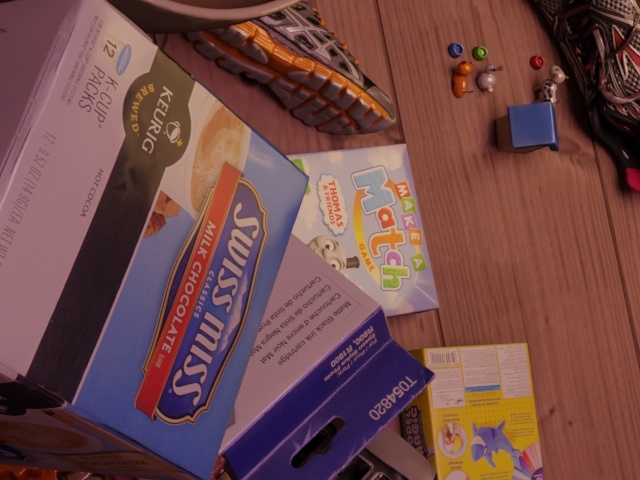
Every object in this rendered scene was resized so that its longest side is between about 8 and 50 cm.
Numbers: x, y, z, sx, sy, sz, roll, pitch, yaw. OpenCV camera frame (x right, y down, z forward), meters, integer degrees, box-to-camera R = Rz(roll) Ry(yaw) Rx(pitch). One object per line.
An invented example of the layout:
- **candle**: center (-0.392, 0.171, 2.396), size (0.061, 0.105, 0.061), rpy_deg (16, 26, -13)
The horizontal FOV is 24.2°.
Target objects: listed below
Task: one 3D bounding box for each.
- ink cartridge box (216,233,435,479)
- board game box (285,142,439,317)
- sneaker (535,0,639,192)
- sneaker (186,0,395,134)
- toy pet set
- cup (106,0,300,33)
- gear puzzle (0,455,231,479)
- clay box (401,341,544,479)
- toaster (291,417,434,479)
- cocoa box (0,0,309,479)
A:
- **ink cartridge box**: center (-0.061, 0.100, 1.181), size (0.224, 0.045, 0.223), rpy_deg (39, 67, 22)
- **board game box**: center (0.000, 0.000, 1.343), size (0.212, 0.039, 0.160), rpy_deg (-8, 84, -35)
- **sneaker**: center (0.303, -0.185, 1.531), size (0.112, 0.121, 0.299), rpy_deg (-46, 106, -29)
- **sneaker**: center (-0.015, -0.170, 1.345), size (0.215, 0.084, 0.083), rpy_deg (33, 59, -22)
- **toy pet set**: center (0.200, -0.146, 1.487), size (0.122, 0.065, 0.114), rpy_deg (2, 79, -32)
- **cup**: center (-0.156, -0.302, 1.187), size (0.331, 0.237, 0.331), rpy_deg (7, 77, -32)
- **gear puzzle**: center (-0.240, 0.204, 1.075), size (0.339, 0.044, 0.175), rpy_deg (-30, 66, -12)
- **clay box**: center (0.143, 0.209, 1.382), size (0.127, 0.053, 0.222), rpy_deg (0, 81, -33)
- **toaster**: center (-0.009, 0.215, 1.211), size (0.168, 0.110, 0.186), rpy_deg (35, 56, 20)
- **cocoa box**: center (-0.226, 0.007, 0.984), size (0.228, 0.347, 0.231), rpy_deg (40, 59, -41)
